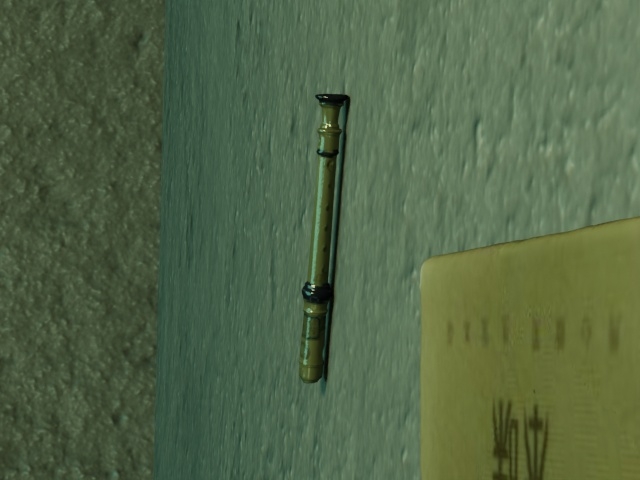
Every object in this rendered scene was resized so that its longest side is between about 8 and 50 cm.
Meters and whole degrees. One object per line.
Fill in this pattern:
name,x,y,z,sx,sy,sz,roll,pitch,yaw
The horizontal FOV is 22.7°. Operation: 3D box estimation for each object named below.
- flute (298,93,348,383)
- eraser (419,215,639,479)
flute,0.000,0.000,1.259,0.027,0.027,0.233,-134,47,-74
eraser,0.116,0.065,0.571,0.343,0.078,0.144,159,112,-77
